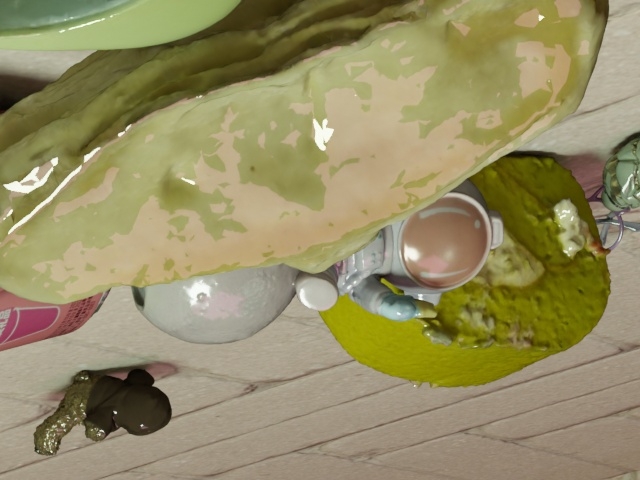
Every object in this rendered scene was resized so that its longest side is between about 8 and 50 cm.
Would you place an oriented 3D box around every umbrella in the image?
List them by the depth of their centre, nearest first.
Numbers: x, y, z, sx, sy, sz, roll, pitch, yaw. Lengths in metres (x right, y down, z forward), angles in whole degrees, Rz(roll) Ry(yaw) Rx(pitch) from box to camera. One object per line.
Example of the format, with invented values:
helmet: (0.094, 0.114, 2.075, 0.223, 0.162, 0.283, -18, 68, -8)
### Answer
umbrella: (0.293, -0.067, 1.695, 0.067, 0.062, 0.143, 33, 136, -13)

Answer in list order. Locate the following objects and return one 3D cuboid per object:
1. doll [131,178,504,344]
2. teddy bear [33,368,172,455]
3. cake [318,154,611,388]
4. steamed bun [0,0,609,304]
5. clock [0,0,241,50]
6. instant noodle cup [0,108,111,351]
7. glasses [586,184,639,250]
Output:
doll: (0.000, 0.000, 1.494, 0.287, 0.151, 0.151, -5, 161, -15)
teddy bear: (-0.237, 0.175, 2.124, 0.160, 0.078, 0.119, -8, -155, 28)
cake: (0.117, 0.025, 1.685, 0.260, 0.179, 0.156, 0, 158, -32)
steamed bun: (-0.017, -0.083, 1.270, 0.428, 0.189, 0.247, -26, 130, 4)
clock: (-0.167, -0.186, 1.021, 0.308, 0.096, 0.235, -2, 162, -24)
instant noodle cup: (-0.285, -0.002, 1.352, 0.255, 0.244, 0.244, -5, 163, -40)
glasses: (0.257, -0.016, 1.888, 0.140, 0.062, 0.104, -25, 179, 38)
